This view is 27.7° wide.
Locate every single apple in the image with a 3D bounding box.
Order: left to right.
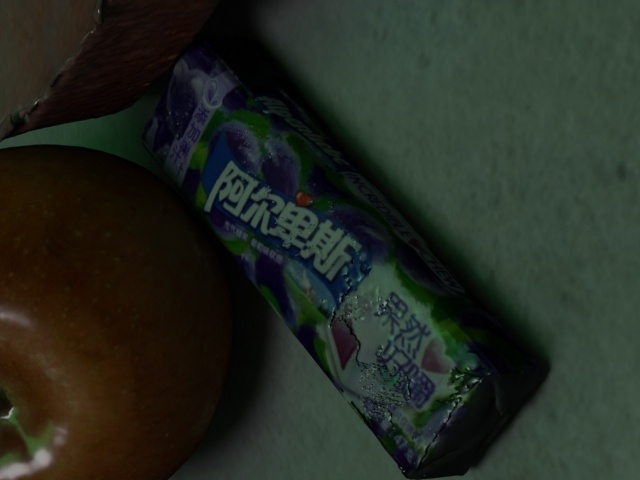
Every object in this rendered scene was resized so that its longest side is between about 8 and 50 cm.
[{"bbox_3d":[-0.190,0.068,0.813,0.206,0.272,0.251,-96,4,-81],"label":"apple"}]

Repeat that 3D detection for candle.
[{"bbox_3d":[-0.149,-0.209,0.776,0.287,0.131,0.317,31,128,46],"label":"candle"}]

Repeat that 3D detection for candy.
[{"bbox_3d":[0.000,0.000,0.746,0.312,0.061,0.088,50,124,34],"label":"candy"}]
